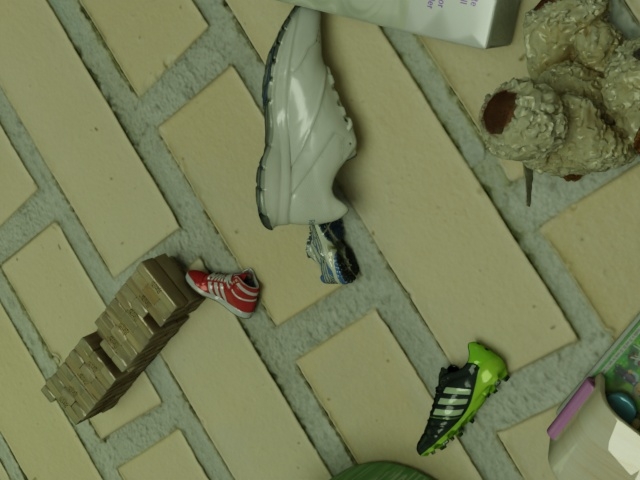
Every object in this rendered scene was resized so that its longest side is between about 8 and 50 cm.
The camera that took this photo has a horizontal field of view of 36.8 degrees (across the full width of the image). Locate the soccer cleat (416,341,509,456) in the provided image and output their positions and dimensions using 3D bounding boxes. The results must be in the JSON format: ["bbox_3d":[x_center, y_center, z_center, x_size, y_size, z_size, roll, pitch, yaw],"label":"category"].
[{"bbox_3d":[0.176,0.210,1.273,0.072,0.060,0.179,45,114,24],"label":"soccer cleat"}]

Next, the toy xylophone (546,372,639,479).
[{"bbox_3d":[0.424,0.278,1.100,0.322,0.081,0.236,45,121,12],"label":"toy xylophone"}]

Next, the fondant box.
[{"bbox_3d":[0.087,-0.381,1.143,0.330,0.096,0.238,19,111,24],"label":"fondant box"}]

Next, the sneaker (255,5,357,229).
[{"bbox_3d":[-0.016,-0.160,1.264,0.129,0.111,0.297,3,93,-6],"label":"sneaker"}]

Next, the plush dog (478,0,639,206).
[{"bbox_3d":[0.325,-0.142,1.019,0.225,0.262,0.210,-2,136,40],"label":"plush dog"}]

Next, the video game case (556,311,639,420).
[{"bbox_3d":[0.418,0.196,1.144,0.193,0.023,0.212,40,118,15],"label":"video game case"}]

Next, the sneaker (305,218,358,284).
[{"bbox_3d":[0.000,0.000,1.319,0.058,0.052,0.135,-16,92,39],"label":"sneaker"}]

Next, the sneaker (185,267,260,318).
[{"bbox_3d":[-0.141,0.059,1.418,0.118,0.042,0.067,30,120,12],"label":"sneaker"}]

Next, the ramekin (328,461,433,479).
[{"bbox_3d":[0.080,0.458,1.333,0.303,0.148,0.303,8,106,28],"label":"ramekin"}]

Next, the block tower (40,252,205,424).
[{"bbox_3d":[-0.310,0.161,1.514,0.097,0.091,0.335,50,122,10],"label":"block tower"}]
